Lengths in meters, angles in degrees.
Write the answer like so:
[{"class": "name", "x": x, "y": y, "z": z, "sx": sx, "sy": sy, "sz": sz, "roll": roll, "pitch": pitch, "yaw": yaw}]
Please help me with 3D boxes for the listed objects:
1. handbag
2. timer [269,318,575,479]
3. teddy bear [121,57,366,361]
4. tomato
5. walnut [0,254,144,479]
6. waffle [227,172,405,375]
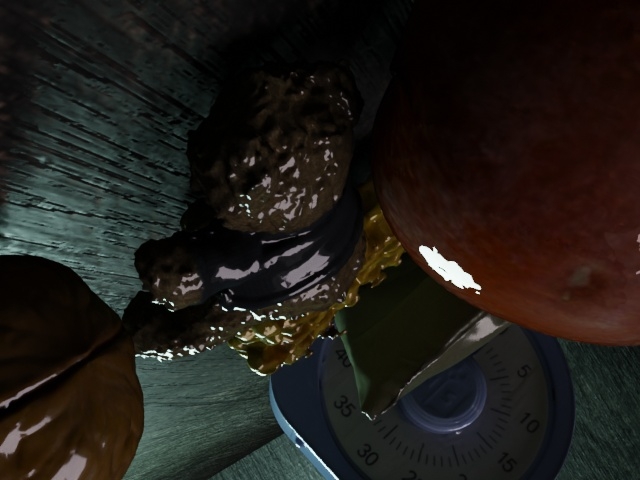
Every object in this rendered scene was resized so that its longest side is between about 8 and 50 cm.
[{"class": "handbag", "x": 0.118, "y": 0.051, "z": 1.028, "sx": 0.253, "sy": 0.109, "sz": 0.316, "roll": -34, "pitch": -166, "yaw": 1}, {"class": "timer", "x": 0.153, "y": 0.192, "z": 1.226, "sx": 0.394, "sy": 0.395, "sz": 0.173, "roll": -28, "pitch": 164, "yaw": -11}, {"class": "teddy bear", "x": -0.032, "y": -0.010, "z": 0.583, "sx": 0.182, "sy": 0.129, "sz": 0.251, "roll": -65, "pitch": -179, "yaw": -31}, {"class": "tomato", "x": 0.162, "y": -0.067, "z": 0.511, "sx": 0.264, "sy": 0.265, "sz": 0.265, "roll": -28, "pitch": 167, "yaw": -7}, {"class": "walnut", "x": -0.191, "y": 0.098, "z": 0.553, "sx": 0.167, "sy": 0.167, "sz": 0.207, "roll": -15, "pitch": 168, "yaw": -48}, {"class": "waffle", "x": 0.042, "y": 0.009, "z": 0.842, "sx": 0.293, "sy": 0.069, "sz": 0.260, "roll": -41, "pitch": 167, "yaw": -13}]
